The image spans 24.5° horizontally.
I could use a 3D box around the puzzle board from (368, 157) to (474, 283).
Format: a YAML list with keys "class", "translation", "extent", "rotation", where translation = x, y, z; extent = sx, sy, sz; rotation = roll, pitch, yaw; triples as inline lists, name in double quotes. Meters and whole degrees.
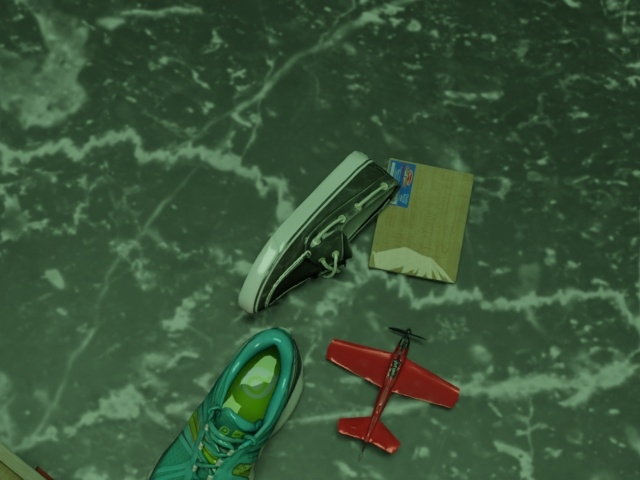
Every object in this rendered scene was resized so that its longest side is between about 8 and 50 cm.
- class: "puzzle board"
  translation: [0.111, -0.021, 1.614]
  extent: [0.096, 0.011, 0.128]
  rotation: [11, 73, 1]

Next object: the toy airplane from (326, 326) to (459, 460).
- class: "toy airplane"
  translation: [0.066, 0.159, 1.550]
  extent: [0.151, 0.028, 0.151]
  rotation: [0, 73, -2]

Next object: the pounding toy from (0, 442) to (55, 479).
- class: "pounding toy"
  translation: [-0.298, 0.301, 1.423]
  extent: [0.269, 0.154, 0.155]
  rotation: [37, 75, 8]

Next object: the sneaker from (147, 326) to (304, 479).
- class: "sneaker"
  translation: [-0.104, 0.206, 1.485]
  extent: [0.107, 0.110, 0.275]
  rotation: [25, 75, 4]

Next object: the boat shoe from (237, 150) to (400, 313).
- class: "boat shoe"
  translation: [0.000, 0.000, 1.563]
  extent: [0.070, 0.078, 0.219]
  rotation: [36, 74, 15]
